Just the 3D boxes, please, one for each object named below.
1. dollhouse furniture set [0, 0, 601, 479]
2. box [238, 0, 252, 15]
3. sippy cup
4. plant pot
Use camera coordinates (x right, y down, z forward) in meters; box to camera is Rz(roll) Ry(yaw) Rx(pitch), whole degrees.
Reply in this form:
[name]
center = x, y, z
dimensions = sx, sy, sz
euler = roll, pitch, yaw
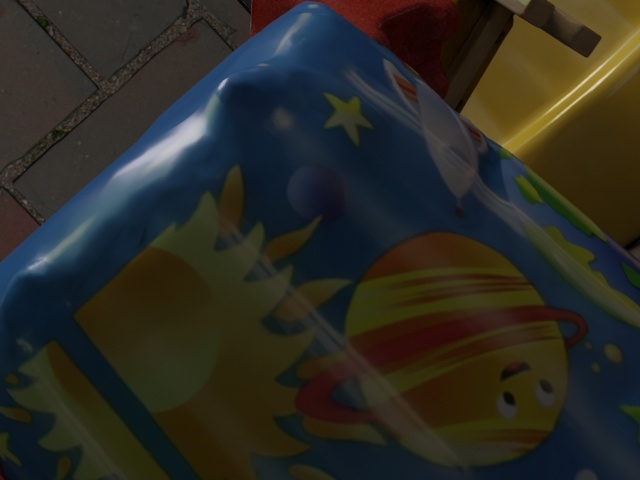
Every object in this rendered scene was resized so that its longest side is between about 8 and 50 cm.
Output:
[dollhouse furniture set]
center = -0.056, 0.002, 0.690
dimensions = 0.201, 0.152, 0.374
euler = 14, -70, -56
[box]
center = 0.129, -0.300, 1.447
dimensions = 0.395, 0.293, 0.212
euler = -42, 9, 6
[sippy cup]
center = 0.010, 0.057, 0.452
dimensions = 0.240, 0.224, 0.305
euler = -45, 9, -11
[plant pot]
center = 0.116, -0.131, 0.857
dimensions = 0.254, 0.239, 0.254
euler = -42, 8, 7
